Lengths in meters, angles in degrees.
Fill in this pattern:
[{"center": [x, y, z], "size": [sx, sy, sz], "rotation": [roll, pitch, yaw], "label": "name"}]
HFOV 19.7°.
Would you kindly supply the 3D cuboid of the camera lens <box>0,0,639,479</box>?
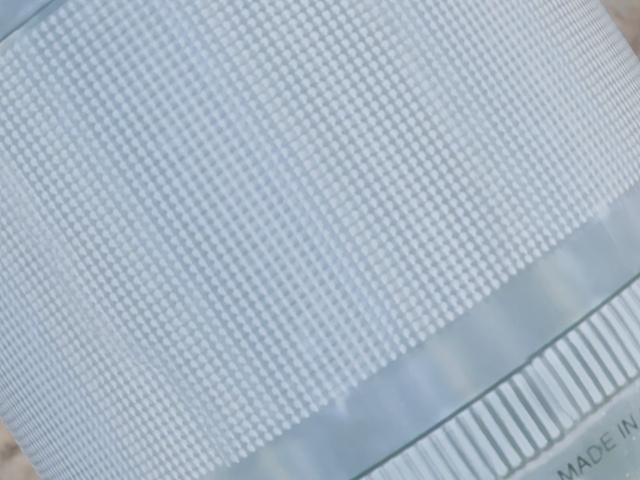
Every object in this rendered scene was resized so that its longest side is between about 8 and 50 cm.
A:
[{"center": [0.000, 0.000, 0.559], "size": [0.219, 0.219, 0.274], "rotation": [-33, 91, -5], "label": "camera lens"}]
